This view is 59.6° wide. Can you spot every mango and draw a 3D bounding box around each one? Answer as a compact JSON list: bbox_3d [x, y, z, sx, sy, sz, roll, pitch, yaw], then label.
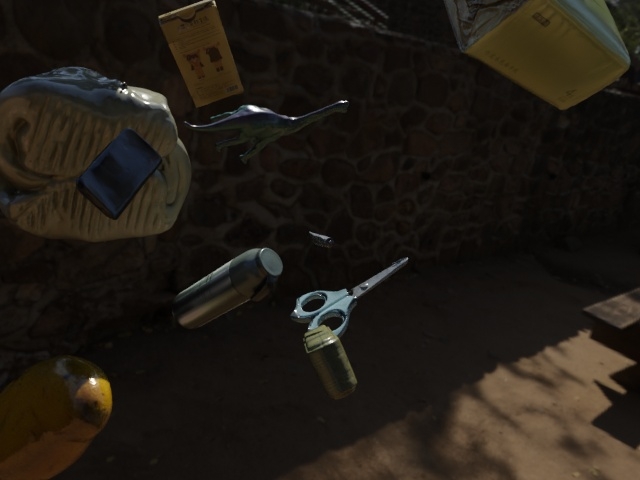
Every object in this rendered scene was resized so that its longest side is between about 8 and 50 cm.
[{"bbox_3d":[-0.420,0.277,0.874,0.120,0.295,0.177,33,37,-52],"label":"mango"}]

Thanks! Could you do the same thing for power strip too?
[{"bbox_3d":[0.014,0.204,0.997,0.066,0.092,0.387,-24,-4,-5],"label":"power strip"}]

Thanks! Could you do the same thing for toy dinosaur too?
[{"bbox_3d":[-0.131,-0.349,1.545,0.331,0.129,0.383,-24,-14,24],"label":"toy dinosaur"}]

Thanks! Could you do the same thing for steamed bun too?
[{"bbox_3d":[-0.443,-0.176,1.089,0.367,0.342,0.255,6,34,-30],"label":"steamed bun"}]

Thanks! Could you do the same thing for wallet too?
[{"bbox_3d":[-0.304,-0.106,0.854,0.018,0.082,0.157,-22,33,35],"label":"wallet"}]

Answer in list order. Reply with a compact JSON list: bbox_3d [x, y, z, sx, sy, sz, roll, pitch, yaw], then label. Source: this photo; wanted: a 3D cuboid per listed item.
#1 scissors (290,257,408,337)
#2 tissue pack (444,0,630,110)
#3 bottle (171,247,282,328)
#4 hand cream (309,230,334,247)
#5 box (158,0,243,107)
[{"bbox_3d":[0.094,0.140,1.506,0.360,0.029,0.191,-33,40,-12],"label":"scissors"},{"bbox_3d":[0.273,-0.290,0.717,0.234,0.125,0.159,13,57,-37],"label":"tissue pack"},{"bbox_3d":[-0.176,0.096,1.035,0.079,0.253,0.096,23,47,-44],"label":"bottle"},{"bbox_3d":[0.000,0.000,1.093,0.019,0.030,0.093,-33,17,-19],"label":"hand cream"},{"bbox_3d":[-0.152,-0.240,0.725,0.073,0.149,0.020,-20,59,-5],"label":"box"}]
